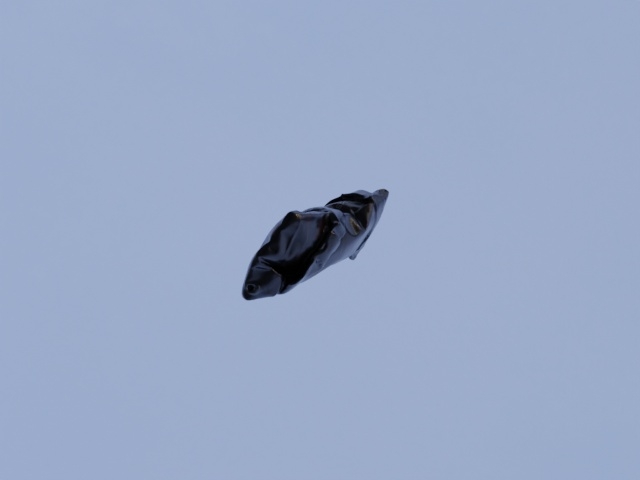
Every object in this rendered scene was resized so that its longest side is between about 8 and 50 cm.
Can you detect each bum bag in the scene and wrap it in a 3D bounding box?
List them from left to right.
[{"bbox_3d":[-0.001,-0.001,0.655,0.034,0.124,0.058,40,-63,14],"label":"bum bag"}]
